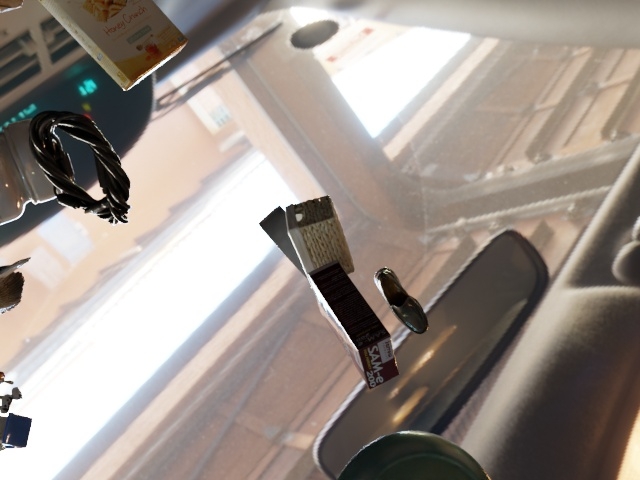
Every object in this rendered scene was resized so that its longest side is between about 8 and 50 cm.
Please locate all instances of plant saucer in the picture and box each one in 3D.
[{"bbox_3d":[0.158,0.449,1.033,0.317,0.317,0.044,-46,-179,-28],"label":"plant saucer"}]

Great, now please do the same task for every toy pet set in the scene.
[{"bbox_3d":[-0.442,0.234,0.978,0.122,0.065,0.114,126,-30,-61],"label":"toy pet set"}]

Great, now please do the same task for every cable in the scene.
[{"bbox_3d":[-0.311,-0.090,0.893,0.047,0.151,0.184,-47,166,-36],"label":"cable"}]

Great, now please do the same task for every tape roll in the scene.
[{"bbox_3d":[-0.052,0.016,1.660,0.072,0.219,0.219,-42,-165,-1],"label":"tape roll"}]

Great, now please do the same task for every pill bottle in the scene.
[{"bbox_3d":[-0.573,-0.087,1.084,0.283,0.160,0.160,-23,-170,-19],"label":"pill bottle"}]

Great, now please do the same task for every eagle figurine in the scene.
[{"bbox_3d":[-0.781,0.114,1.539,0.226,0.298,0.225,-5,-153,-32],"label":"eagle figurine"}]

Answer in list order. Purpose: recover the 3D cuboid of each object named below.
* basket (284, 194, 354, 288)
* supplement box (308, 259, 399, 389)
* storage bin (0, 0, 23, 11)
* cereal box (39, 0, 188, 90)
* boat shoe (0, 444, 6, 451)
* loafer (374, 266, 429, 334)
[{"bbox_3d":[0.000,0.000,1.467,0.103,0.167,0.113,-19,-147,5],"label":"basket"},{"bbox_3d":[0.064,0.163,1.365,0.073,0.130,0.239,-26,-138,-10],"label":"supplement box"},{"bbox_3d":[-0.567,-0.516,1.031,0.123,0.262,0.260,-74,-171,-62],"label":"storage bin"},{"bbox_3d":[-0.393,-0.424,1.302,0.047,0.240,0.173,-27,-160,52],"label":"cereal box"},{"bbox_3d":[-0.539,0.221,1.006,0.069,0.227,0.081,-22,-170,-12],"label":"boat shoe"},{"bbox_3d":[0.174,0.138,1.487,0.062,0.170,0.061,-39,-178,11],"label":"loafer"}]
